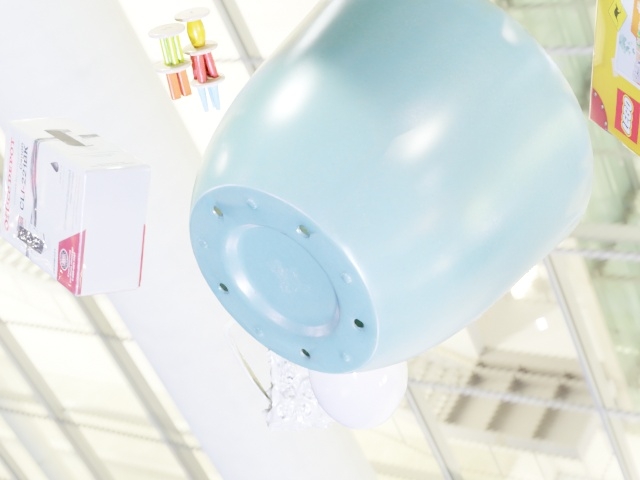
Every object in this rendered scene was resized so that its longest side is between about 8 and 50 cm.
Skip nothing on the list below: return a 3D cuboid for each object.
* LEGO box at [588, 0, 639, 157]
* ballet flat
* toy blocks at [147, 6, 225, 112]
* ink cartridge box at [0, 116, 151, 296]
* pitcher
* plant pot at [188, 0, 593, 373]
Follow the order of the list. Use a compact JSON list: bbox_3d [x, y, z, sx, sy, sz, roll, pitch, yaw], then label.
[{"bbox_3d":[0.552,-0.335,1.824,0.193,0.500,0.372,-12,-148,-16],"label":"LEGO box"},{"bbox_3d":[-0.081,0.079,1.833,0.147,0.409,0.147,-17,-176,1],"label":"ballet flat"},{"bbox_3d":[-0.182,-0.238,1.863,0.054,0.148,0.123,3,-151,28],"label":"toy blocks"},{"bbox_3d":[-0.378,-0.058,2.016,0.114,0.197,0.273,-6,-157,-36],"label":"ink cartridge box"},{"bbox_3d":[0.060,0.122,1.678,0.125,0.207,0.178,25,-131,39],"label":"pitcher"},{"bbox_3d":[0.036,-0.033,1.072,0.293,0.293,0.235,8,-139,40],"label":"plant pot"}]
